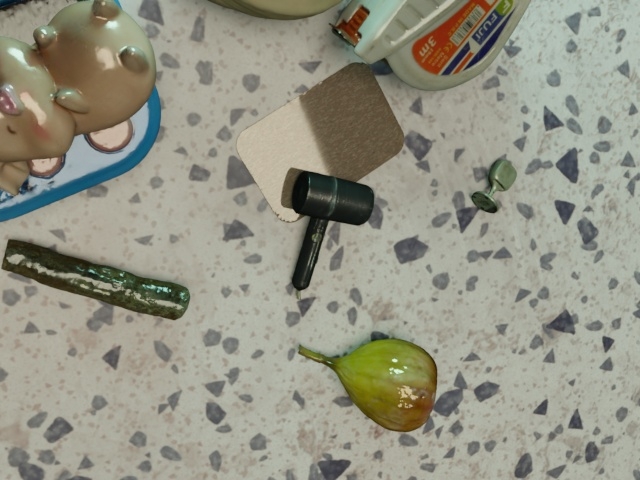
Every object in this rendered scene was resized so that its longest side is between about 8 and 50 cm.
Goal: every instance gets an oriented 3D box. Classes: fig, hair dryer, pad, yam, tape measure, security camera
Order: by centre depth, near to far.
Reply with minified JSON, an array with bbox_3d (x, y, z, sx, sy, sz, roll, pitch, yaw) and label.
[{"bbox_3d":[-0.334,0.061,0.956,0.274,0.061,0.061,19,93,-20],"label":"yam"},{"bbox_3d":[0.178,-0.362,0.976,0.265,0.130,0.258,23,112,-42],"label":"tape measure"},{"bbox_3d":[0.000,0.000,1.053,0.124,0.071,0.219,13,104,-22],"label":"hair dryer"},{"bbox_3d":[0.006,-0.163,1.056,0.266,0.002,0.176,-34,109,-10],"label":"pad"},{"bbox_3d":[0.080,0.232,1.096,0.257,0.159,0.159,21,93,-3],"label":"fig"},{"bbox_3d":[0.320,-0.101,1.153,0.058,0.058,0.092,45,72,-20],"label":"security camera"}]

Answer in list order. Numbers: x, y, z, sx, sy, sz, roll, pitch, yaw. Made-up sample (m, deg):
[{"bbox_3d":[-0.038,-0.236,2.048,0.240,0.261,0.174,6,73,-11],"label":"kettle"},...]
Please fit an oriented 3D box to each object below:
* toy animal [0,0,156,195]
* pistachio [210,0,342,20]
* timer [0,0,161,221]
[{"bbox_3d":[-0.315,-0.183,0.745,0.250,0.154,0.166,-27,88,-4],"label":"toy animal"},{"bbox_3d":[-0.071,-0.417,0.890,0.332,0.208,0.226,1,63,-30],"label":"pistachio"},{"bbox_3d":[-0.405,-0.203,0.852,0.340,0.115,0.309,-25,108,-13],"label":"timer"}]
